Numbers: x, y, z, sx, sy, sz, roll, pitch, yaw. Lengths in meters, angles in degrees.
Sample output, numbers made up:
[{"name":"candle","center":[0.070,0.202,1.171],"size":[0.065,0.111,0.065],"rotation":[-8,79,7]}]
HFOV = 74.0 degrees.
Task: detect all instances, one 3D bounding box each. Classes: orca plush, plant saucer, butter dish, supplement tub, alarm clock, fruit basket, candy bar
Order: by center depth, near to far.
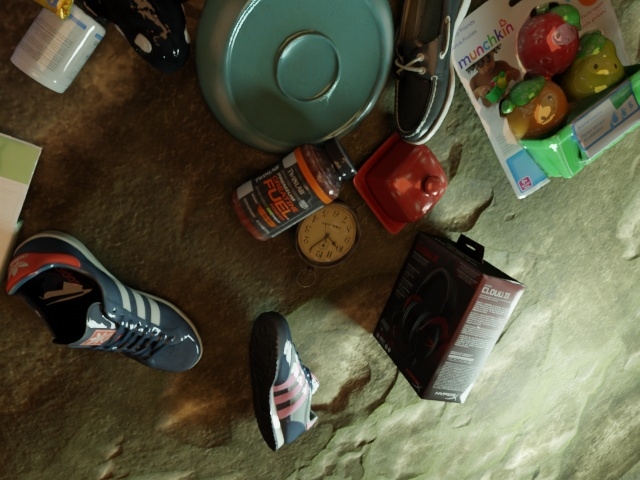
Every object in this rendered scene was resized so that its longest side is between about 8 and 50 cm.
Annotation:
[{"name":"candy bar","center":[-0.363,-0.319,0.518],"size":[0.161,0.018,0.040],"rotation":[31,98,9]},{"name":"orca plush","center":[-0.224,-0.367,0.524],"size":[0.151,0.102,0.288],"rotation":[-12,101,-35]},{"name":"supplement tub","center":[-0.344,-0.260,0.561],"size":[0.071,0.071,0.107],"rotation":[37,95,-28]},{"name":"plant saucer","center":[-0.023,-0.262,0.636],"size":[0.317,0.044,0.318],"rotation":[-14,133,-15]},{"name":"supplement tub","center":[-0.041,-0.088,0.694],"size":[0.197,0.106,0.106],"rotation":[-31,119,14]},{"name":"fruit basket","center":[0.430,-0.304,0.771],"size":[0.327,0.165,0.353],"rotation":[-36,115,-3]},{"name":"butter dish","center":[0.169,-0.104,0.772],"size":[0.160,0.118,0.160],"rotation":[-47,119,-12]},{"name":"alarm clock","center":[0.000,0.000,0.794],"size":[0.129,0.064,0.192],"rotation":[17,101,-25]}]

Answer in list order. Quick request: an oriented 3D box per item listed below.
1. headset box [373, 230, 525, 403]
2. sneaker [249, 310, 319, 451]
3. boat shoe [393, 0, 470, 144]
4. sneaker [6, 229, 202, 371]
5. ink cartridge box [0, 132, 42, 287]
[{"name":"headset box","center":[0.246,0.132,0.849],"size":[0.110,0.218,0.293],"rotation":[15,106,-24]},{"name":"sneaker","center":[-0.067,0.273,0.873],"size":[0.131,0.112,0.319],"rotation":[-14,119,-32]},{"name":"boat shoe","center":[0.163,-0.314,0.691],"size":[0.091,0.114,0.303],"rotation":[0,101,-45]},{"name":"sneaker","center":[-0.335,0.137,0.682],"size":[0.131,0.148,0.350],"rotation":[-45,119,2]},{"name":"ink cartridge box","center":[-0.516,-0.051,0.594],"size":[0.171,0.056,0.235],"rotation":[20,91,-26]}]
